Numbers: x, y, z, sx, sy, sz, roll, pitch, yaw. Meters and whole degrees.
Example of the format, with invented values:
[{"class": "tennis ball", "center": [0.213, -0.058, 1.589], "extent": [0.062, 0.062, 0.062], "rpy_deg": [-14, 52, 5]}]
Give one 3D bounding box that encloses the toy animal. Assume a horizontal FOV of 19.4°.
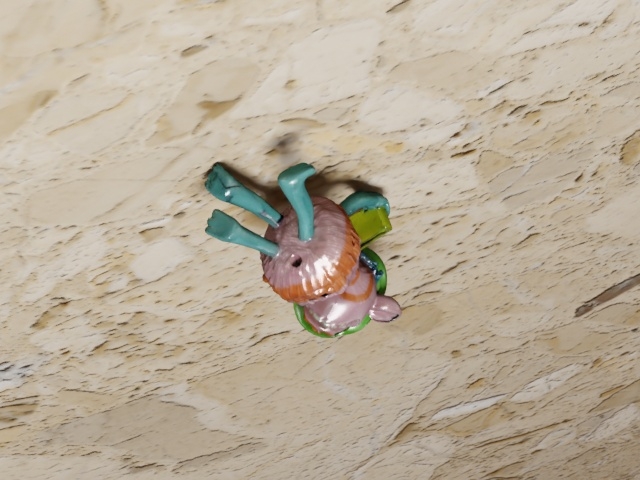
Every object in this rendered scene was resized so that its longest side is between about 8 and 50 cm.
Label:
[{"class": "toy animal", "center": [0.000, 0.000, 1.255], "extent": [0.103, 0.100, 0.208], "rpy_deg": [-61, 149, -7]}]
